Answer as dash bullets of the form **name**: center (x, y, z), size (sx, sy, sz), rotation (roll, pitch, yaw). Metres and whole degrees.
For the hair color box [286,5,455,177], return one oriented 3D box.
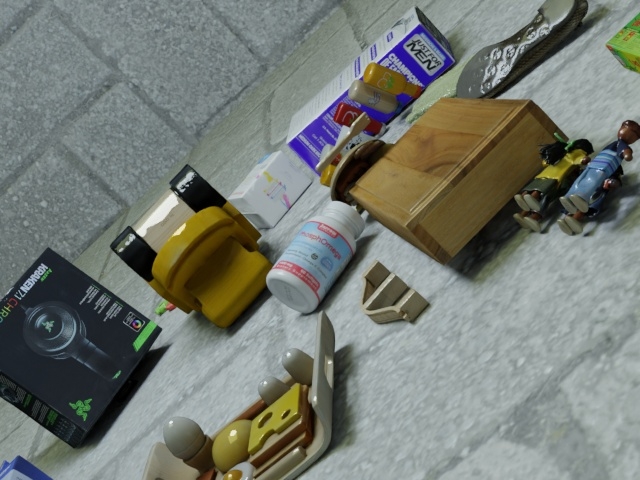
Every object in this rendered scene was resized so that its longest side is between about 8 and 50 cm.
- **hair color box**: center (0.093, -0.286, 2.005), size (0.339, 0.110, 0.185), rotation (-42, 15, 17)

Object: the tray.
- **tray**: center (0.159, -0.095, 1.375), size (0.203, 0.076, 0.411), rotation (-45, 12, 0)

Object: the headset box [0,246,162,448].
- **headset box**: center (-0.464, 0.202, 1.903), size (0.246, 0.283, 0.131), rotation (-55, 3, -33)

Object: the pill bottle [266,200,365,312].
- **pill bottle**: center (-0.003, 0.021, 1.527), size (0.160, 0.087, 0.087), rotation (-54, 18, -26)

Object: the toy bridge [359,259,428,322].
- **toy bridge**: center (0.081, 0.072, 1.309), size (0.063, 0.026, 0.188), rotation (-48, 16, 0)

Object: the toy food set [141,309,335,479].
- **toy food set**: center (-0.104, 0.229, 1.260), size (0.306, 0.092, 0.219), rotation (-41, 16, 17)

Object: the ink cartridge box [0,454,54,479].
- **ink cartridge box**: center (-0.335, 0.383, 1.288), size (0.065, 0.186, 0.311), rotation (-46, 16, 6)

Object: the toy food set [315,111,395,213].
- **toy food set**: center (0.069, -0.101, 1.594), size (0.038, 0.192, 0.132), rotation (39, 86, 29)

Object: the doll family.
- **doll family**: center (0.275, -0.069, 1.104), size (0.111, 0.076, 0.193), rotation (-44, 21, -13)

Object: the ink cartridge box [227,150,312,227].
- **ink cartridge box**: center (-0.106, -0.091, 2.046), size (0.143, 0.090, 0.092), rotation (-51, 17, -15)

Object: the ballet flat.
- **ballet flat**: center (0.306, -0.287, 1.588), size (0.250, 0.058, 0.084), rotation (-40, 52, 35)

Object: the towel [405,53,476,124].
- **towel**: center (0.211, -0.255, 1.779), size (0.148, 0.027, 0.110), rotation (-27, 25, 47)

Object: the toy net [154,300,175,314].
- **toy net**: center (-0.265, 0.071, 2.122), size (0.232, 0.045, 0.122), rotation (-29, 23, 44)

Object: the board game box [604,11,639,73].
- **board game box**: center (0.408, -0.233, 1.214), size (0.092, 0.043, 0.181), rotation (-42, 17, 8)

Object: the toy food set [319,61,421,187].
- **toy food set**: center (0.083, -0.194, 1.866), size (0.232, 0.105, 0.111), rotation (-69, 19, 6)

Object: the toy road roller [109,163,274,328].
- **toy road roller**: center (-0.186, 0.045, 1.814), size (0.202, 0.240, 0.329), rotation (-47, -21, -3)
